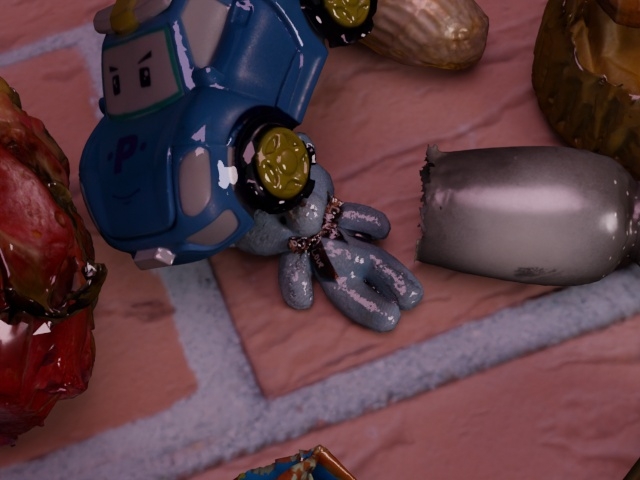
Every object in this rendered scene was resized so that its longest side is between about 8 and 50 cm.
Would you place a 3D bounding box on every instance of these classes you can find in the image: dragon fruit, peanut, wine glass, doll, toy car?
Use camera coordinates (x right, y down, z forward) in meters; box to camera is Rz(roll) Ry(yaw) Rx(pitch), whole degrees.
[{"bbox_3d":[-0.286,0.002,1.063,0.250,0.269,0.291,-1,68,-9],"label":"dragon fruit"},{"bbox_3d":[0.048,-0.206,1.238,0.206,0.087,0.087,22,67,12],"label":"peanut"},{"bbox_3d":[0.177,-0.019,1.132,0.204,0.111,0.111,5,65,4],"label":"wine glass"},{"bbox_3d":[-0.001,-0.002,1.149,0.179,0.075,0.120,40,77,19],"label":"doll"},{"bbox_3d":[-0.097,-0.130,1.127,0.198,0.166,0.314,-8,54,47],"label":"toy car"}]

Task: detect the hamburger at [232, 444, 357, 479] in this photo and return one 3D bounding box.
[{"bbox_3d":[-0.086,0.259,0.969,0.276,0.260,0.151,-26,90,25],"label":"hamburger"}]

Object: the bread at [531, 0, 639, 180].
[{"bbox_3d":[0.300,-0.175,1.188,0.227,0.142,0.253,18,69,9],"label":"bread"}]

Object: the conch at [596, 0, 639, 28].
[{"bbox_3d":[0.274,-0.209,1.093,0.232,0.080,0.086,-13,109,-13],"label":"conch"}]

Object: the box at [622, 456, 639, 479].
[{"bbox_3d":[0.335,0.336,0.948,0.420,0.138,0.373,37,71,16],"label":"box"}]
